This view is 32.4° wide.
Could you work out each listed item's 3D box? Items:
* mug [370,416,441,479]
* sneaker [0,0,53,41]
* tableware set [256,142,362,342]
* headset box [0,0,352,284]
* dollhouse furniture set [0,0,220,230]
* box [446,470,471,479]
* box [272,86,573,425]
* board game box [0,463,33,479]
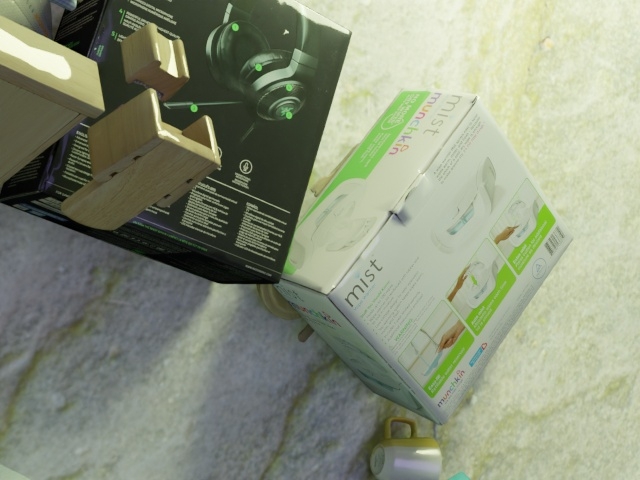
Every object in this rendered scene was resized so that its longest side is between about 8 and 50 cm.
[{"bbox_3d":[0.088,0.241,1.220,0.064,0.078,0.062,11,115,-24],"label":"mug"},{"bbox_3d":[-0.340,-0.174,0.923,0.262,0.099,0.121,-15,101,-31],"label":"sneaker"},{"bbox_3d":[0.000,0.000,1.173,0.194,0.039,0.128,-46,123,-19],"label":"tableware set"},{"bbox_3d":[-0.129,-0.129,1.035,0.246,0.131,0.283,22,77,-30],"label":"headset box"},{"bbox_3d":[-0.268,-0.175,0.866,0.286,0.198,0.303,23,44,-48],"label":"dollhouse furniture set"},{"bbox_3d":[0.072,0.345,1.167,0.244,0.060,0.100,-23,142,-32],"label":"box"},{"bbox_3d":[0.109,0.014,1.151,0.262,0.127,0.231,-53,125,-15],"label":"box"},{"bbox_3d":[-0.210,0.320,0.859,0.066,0.318,0.319,-31,104,-29],"label":"board game box"}]
